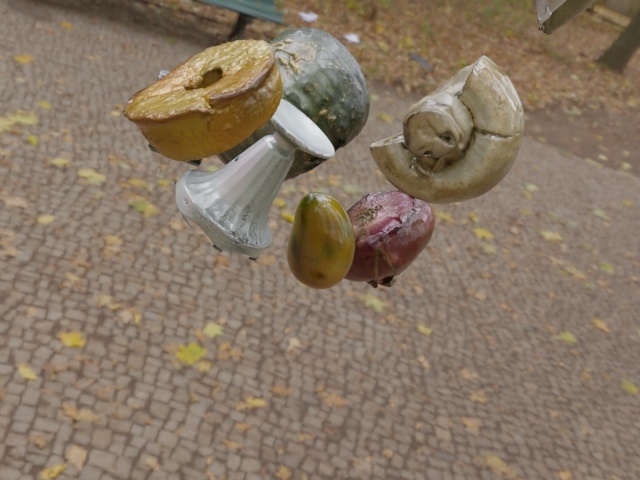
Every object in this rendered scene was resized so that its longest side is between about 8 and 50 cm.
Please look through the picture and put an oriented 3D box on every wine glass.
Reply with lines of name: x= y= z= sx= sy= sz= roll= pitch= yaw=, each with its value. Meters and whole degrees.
wine glass: x=-0.091 y=-0.094 z=1.192 sx=0.165 sy=0.196 sz=0.165 roll=36 pitch=18 yaw=-14

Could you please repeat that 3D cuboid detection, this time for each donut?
donut: x=-0.128 y=-0.160 z=0.985 sx=0.174 sy=0.074 sz=0.190 roll=0 pitch=38 yaw=34

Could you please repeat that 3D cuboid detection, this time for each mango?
mango: x=0.004 y=0.002 z=1.350 sx=0.111 sy=0.163 sz=0.089 roll=3 pitch=28 yaw=-25

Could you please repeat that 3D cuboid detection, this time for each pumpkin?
pumpkin: x=-0.065 y=-0.261 z=1.667 sx=0.257 sy=0.328 sz=0.291 roll=53 pitch=56 yaw=-16

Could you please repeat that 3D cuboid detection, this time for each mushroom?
mushroom: x=0.218 y=-0.156 z=1.357 sx=0.189 sy=0.254 sz=0.195 roll=46 pitch=22 yaw=-2

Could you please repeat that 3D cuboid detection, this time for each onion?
onion: x=0.115 y=-0.004 z=1.713 sx=0.248 sy=0.161 sz=0.248 roll=-14 pitch=40 yaw=12

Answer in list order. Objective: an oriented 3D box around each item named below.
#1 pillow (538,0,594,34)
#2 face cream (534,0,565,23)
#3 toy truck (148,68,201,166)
pillow: x=0.534 y=-0.535 z=1.620 sx=0.075 sy=0.302 sz=0.185 roll=51 pitch=-5 yaw=36
face cream: x=0.262 y=-0.290 z=0.702 sx=0.058 sy=0.244 sz=0.092 roll=45 pitch=-3 yaw=33
toy truck: x=-0.205 y=-0.182 z=1.292 sx=0.114 sy=0.124 sz=0.253 roll=19 pitch=-2 yaw=-10
